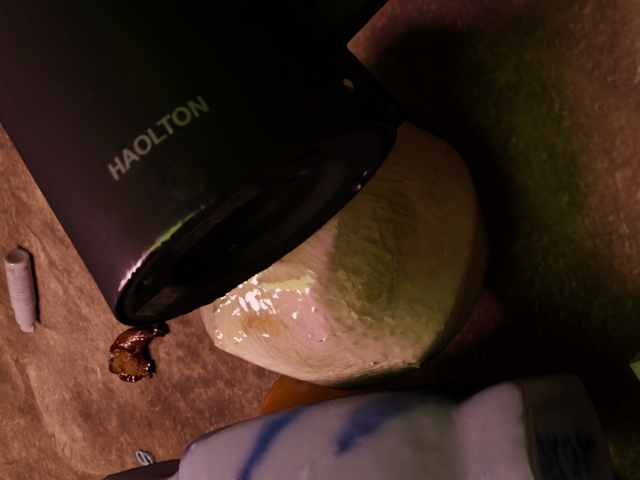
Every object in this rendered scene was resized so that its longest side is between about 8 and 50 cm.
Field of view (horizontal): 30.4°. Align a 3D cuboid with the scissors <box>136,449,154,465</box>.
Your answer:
[{"bbox_3d":[-0.230,0.323,1.617,0.036,0.006,0.083,3,120,48],"label":"scissors"}]

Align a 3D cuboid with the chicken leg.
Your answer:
[{"bbox_3d":[-0.227,0.137,1.448,0.062,0.037,0.145,25,140,0],"label":"chicken leg"}]

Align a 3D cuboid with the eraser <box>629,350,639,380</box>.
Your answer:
[{"bbox_3d":[0.331,0.149,0.845,0.210,0.068,0.124,57,143,-3],"label":"eraser"}]

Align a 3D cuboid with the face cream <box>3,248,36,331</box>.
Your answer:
[{"bbox_3d":[-0.399,0.070,1.576,0.034,0.034,0.130,29,136,29],"label":"face cream"}]

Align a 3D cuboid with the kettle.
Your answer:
[{"bbox_3d":[-0.104,-0.143,0.725,0.308,0.203,0.262,55,129,13],"label":"kettle"}]

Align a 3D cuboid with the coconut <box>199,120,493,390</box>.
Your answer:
[{"bbox_3d":[0.000,0.002,0.922,0.230,0.227,0.227,20,152,-26],"label":"coconut"}]

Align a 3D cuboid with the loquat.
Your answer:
[{"bbox_3d":[0.010,0.180,1.155,0.141,0.141,0.141,27,135,30],"label":"loquat"}]

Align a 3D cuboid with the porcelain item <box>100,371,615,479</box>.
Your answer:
[{"bbox_3d":[0.021,0.219,0.952,0.405,0.242,0.178,-18,80,29],"label":"porcelain item"}]
